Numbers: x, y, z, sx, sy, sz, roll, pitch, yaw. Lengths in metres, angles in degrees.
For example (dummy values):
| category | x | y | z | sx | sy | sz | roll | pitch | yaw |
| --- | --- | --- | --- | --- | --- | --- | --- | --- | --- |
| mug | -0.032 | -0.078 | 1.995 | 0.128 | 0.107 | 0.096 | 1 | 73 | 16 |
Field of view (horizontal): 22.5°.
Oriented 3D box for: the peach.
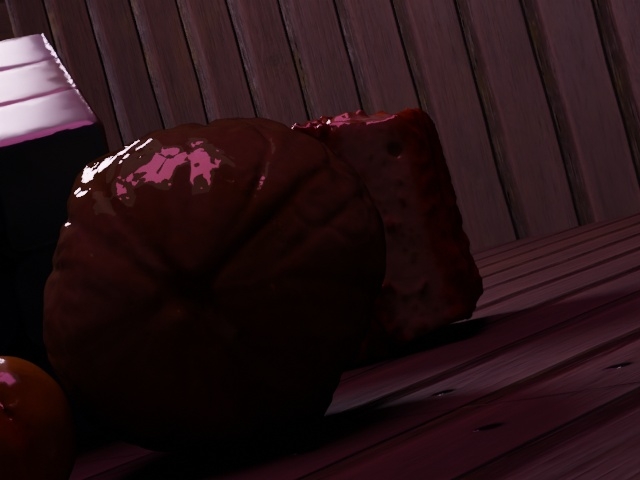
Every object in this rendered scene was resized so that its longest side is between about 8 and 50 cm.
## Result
| category | x | y | z | sx | sy | sz | roll | pitch | yaw |
| --- | --- | --- | --- | --- | --- | --- | --- | --- | --- |
| peach | -0.242 | 0.147 | 1.176 | 0.138 | 0.138 | 0.138 | -15 | 1 | 0 |

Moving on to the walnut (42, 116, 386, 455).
| category | x | y | z | sx | sy | sz | roll | pitch | yaw |
| --- | --- | --- | --- | --- | --- | --- | --- | --- | --- |
| walnut | -0.082 | 0.037 | 1.283 | 0.252 | 0.277 | 0.313 | 16 | -2 | 4 |

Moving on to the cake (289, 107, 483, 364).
| category | x | y | z | sx | sy | sz | roll | pitch | yaw |
| --- | --- | --- | --- | --- | --- | --- | --- | --- | --- |
| cake | 0.000 | 0.000 | 1.781 | 0.319 | 0.269 | 0.270 | -16 | 0 | 6 |

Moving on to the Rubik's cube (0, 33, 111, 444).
| category | x | y | z | sx | sy | sz | roll | pitch | yaw |
| --- | --- | --- | --- | --- | --- | --- | --- | --- | --- |
| Rubik's cube | -0.386 | 0.017 | 1.670 | 0.347 | 0.344 | 0.347 | -15 | 27 | -11 |
